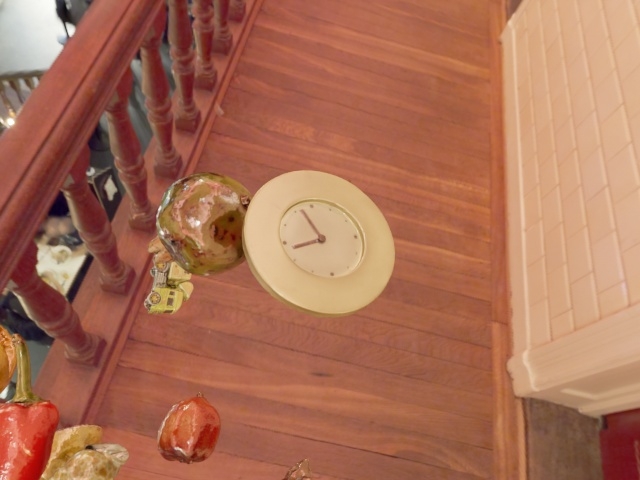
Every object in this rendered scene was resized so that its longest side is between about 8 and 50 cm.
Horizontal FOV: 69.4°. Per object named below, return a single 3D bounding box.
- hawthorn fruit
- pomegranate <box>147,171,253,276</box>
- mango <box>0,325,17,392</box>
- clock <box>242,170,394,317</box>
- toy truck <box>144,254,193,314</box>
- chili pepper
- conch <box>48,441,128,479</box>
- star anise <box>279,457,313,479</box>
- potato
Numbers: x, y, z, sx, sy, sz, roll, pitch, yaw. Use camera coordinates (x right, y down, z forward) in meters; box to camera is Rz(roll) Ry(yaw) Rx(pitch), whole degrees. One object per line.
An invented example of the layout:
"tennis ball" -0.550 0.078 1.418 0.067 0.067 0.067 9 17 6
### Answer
"hawthorn fruit" -0.359 0.511 1.271 0.169 0.169 0.188 7 57 -9
"pomegranate" -0.221 -0.021 0.849 0.202 0.247 0.202 41 33 -35
"mango" -0.736 0.264 0.875 0.253 0.365 0.182 -25 88 -52
"clock" 0.000 0.000 0.681 0.234 0.029 0.235 10 59 -16
"toy truck" -0.409 0.110 1.273 0.116 0.085 0.191 13 66 -23
"chili pepper" -0.382 0.288 0.472 0.137 0.091 0.369 53 43 -32
"conch" -0.582 0.584 1.186 0.116 0.173 0.106 29 100 21
"star anise" -0.093 0.632 1.007 0.108 0.315 0.315 27 60 0
"potato" -0.709 0.618 1.292 0.202 0.182 0.117 -7 40 -32
